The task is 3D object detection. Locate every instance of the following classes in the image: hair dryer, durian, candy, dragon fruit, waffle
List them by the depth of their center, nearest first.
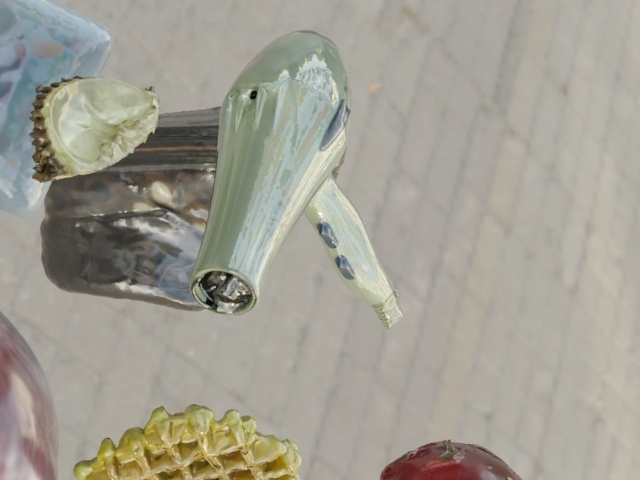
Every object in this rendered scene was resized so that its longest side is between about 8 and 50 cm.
[{"bbox_3d":[0.091,0.187,0.835,0.094,0.094,0.190,28,30,-49],"label":"dragon fruit"},{"bbox_3d":[-0.150,-0.078,0.982,0.130,0.066,0.052,-54,139,-53],"label":"durian"},{"bbox_3d":[-0.258,-0.120,1.238,0.138,0.071,0.174,25,90,-28],"label":"candy"},{"bbox_3d":[-0.104,0.196,1.239,0.191,0.191,0.038,40,26,-44],"label":"waffle"},{"bbox_3d":[-0.020,-0.002,1.284,0.296,0.119,0.298,-49,123,-57],"label":"hair dryer"}]

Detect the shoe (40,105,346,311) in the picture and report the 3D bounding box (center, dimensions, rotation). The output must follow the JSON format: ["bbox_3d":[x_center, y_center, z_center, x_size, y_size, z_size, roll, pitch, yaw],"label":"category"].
[{"bbox_3d":[-0.152,-0.032,1.824,0.171,0.384,0.237,-63,149,-74],"label":"shoe"}]

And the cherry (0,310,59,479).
[{"bbox_3d":[-0.378,0.137,1.218,0.335,0.326,0.291,17,84,-23],"label":"cherry"}]
